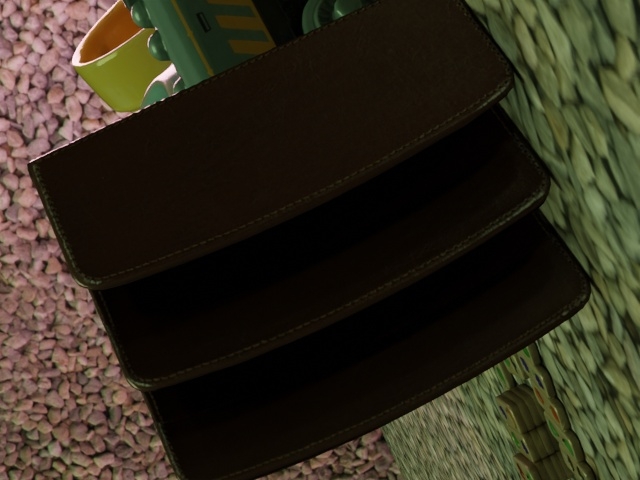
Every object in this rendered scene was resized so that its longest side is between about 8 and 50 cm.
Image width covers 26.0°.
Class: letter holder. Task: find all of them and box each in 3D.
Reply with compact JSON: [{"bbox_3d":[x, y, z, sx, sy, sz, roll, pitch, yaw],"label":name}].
[{"bbox_3d":[0.000,0.000,0.899,0.214,0.301,0.152,60,173,38],"label":"letter holder"}]

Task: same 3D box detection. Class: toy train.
[{"bbox_3d":[-0.061,-0.203,1.162,0.334,0.190,0.142,62,175,23],"label":"toy train"}]

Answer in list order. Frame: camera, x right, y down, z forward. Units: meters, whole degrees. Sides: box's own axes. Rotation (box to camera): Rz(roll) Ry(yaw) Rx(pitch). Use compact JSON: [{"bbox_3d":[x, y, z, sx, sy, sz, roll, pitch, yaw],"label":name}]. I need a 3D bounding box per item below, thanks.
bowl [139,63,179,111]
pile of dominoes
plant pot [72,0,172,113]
[{"bbox_3d":[-0.099,-0.076,1.439,0.311,0.163,0.312,-174,90,-68],"label":"bowl"},{"bbox_3d":[0.162,0.111,1.267,0.251,0.040,0.196,65,175,-7],"label":"pile of dominoes"},{"bbox_3d":[-0.146,-0.220,1.776,0.239,0.254,0.254,49,-179,-22],"label":"plant pot"}]
